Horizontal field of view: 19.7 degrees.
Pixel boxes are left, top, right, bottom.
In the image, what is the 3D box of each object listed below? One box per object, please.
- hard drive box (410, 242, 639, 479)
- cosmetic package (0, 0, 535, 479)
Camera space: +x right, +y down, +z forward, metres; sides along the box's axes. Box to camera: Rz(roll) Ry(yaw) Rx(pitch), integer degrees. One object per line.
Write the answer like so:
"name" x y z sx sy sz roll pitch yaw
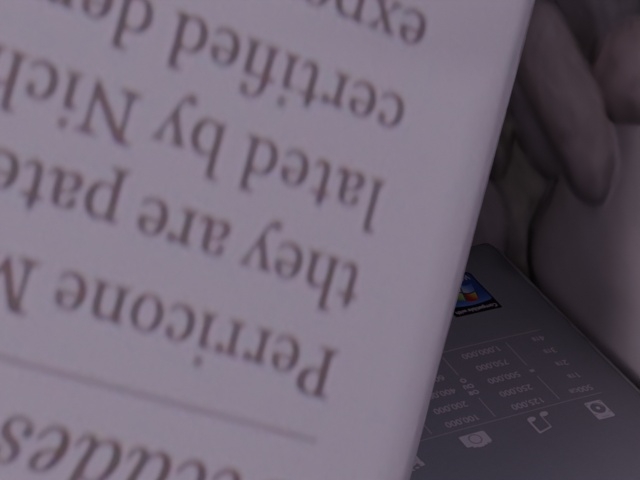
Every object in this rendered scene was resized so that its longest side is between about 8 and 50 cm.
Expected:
"hard drive box" 0.053 0.141 0.446 0.232 0.089 0.181 47 139 44
"cosmetic package" -0.176 -0.059 0.418 0.329 0.327 0.393 6 80 61
